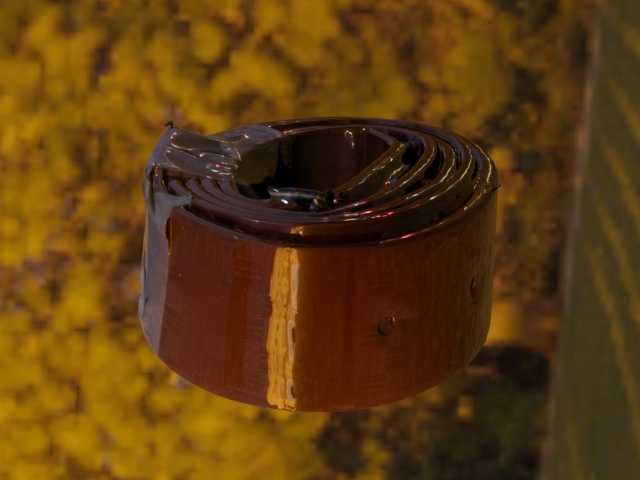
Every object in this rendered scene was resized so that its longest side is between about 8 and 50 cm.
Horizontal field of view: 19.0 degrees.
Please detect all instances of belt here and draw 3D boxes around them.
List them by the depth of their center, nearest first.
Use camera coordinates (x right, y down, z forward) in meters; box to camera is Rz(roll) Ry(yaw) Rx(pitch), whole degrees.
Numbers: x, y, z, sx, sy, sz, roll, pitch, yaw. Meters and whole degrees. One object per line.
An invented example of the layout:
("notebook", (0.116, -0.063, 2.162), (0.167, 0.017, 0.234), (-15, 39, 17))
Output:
("belt", (0.000, 0.000, 1.003), (0.261, 0.184, 0.105), (-42, -42, -64))
